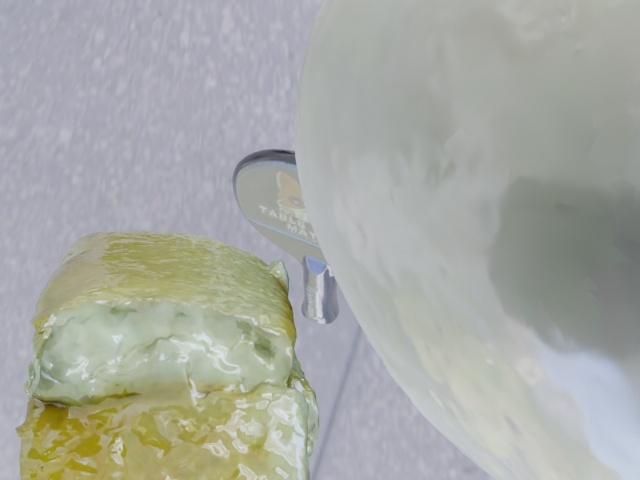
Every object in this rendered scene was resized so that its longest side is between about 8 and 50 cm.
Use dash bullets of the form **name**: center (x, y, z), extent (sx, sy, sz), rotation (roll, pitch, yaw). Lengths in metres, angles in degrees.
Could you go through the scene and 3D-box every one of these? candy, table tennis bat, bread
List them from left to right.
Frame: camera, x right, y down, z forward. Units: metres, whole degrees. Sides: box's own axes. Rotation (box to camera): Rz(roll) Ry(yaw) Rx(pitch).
- **bread**: center (-0.061, 0.086, 0.812), extent (0.124, 0.257, 0.185), rotation (-1, 108, -6)
- **table tennis bat**: center (0.000, 0.000, 1.553), extent (0.150, 0.027, 0.236), rotation (22, 152, 12)
- **candy**: center (0.161, -0.013, 0.953), extent (0.427, 0.186, 0.386), rotation (31, 117, 29)
